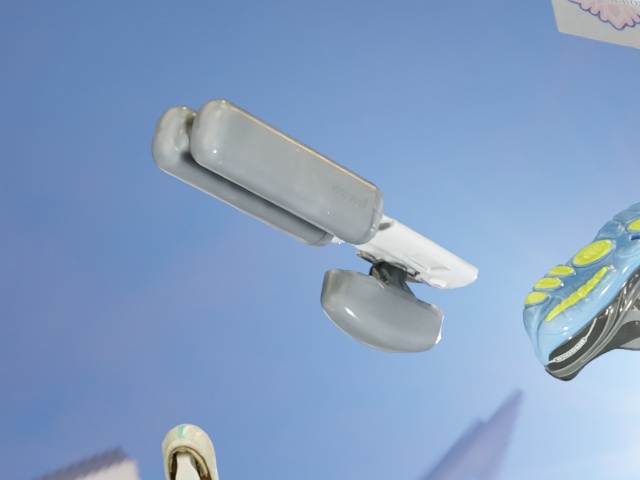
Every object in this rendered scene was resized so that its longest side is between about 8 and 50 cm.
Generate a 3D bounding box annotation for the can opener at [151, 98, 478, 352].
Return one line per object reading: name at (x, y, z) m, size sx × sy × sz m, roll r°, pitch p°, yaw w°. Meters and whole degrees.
can opener at (0.000, 0.000, 1.204) m, size 0.283 × 0.076 × 0.095 m, roll 27°, pitch -112°, yaw -42°

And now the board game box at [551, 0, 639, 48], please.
board game box at (0.247, -0.212, 0.900) m, size 0.066 × 0.318 × 0.318 m, roll -54°, pitch -38°, yaw -28°

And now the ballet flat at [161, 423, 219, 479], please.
ballet flat at (-0.102, 0.236, 1.463) m, size 0.057 × 0.168 × 0.052 m, roll -14°, pitch 10°, yaw 2°

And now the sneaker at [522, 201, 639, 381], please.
sneaker at (0.214, 0.032, 1.218) m, size 0.188 × 0.067 × 0.078 m, roll -33°, pitch -50°, yaw -25°
